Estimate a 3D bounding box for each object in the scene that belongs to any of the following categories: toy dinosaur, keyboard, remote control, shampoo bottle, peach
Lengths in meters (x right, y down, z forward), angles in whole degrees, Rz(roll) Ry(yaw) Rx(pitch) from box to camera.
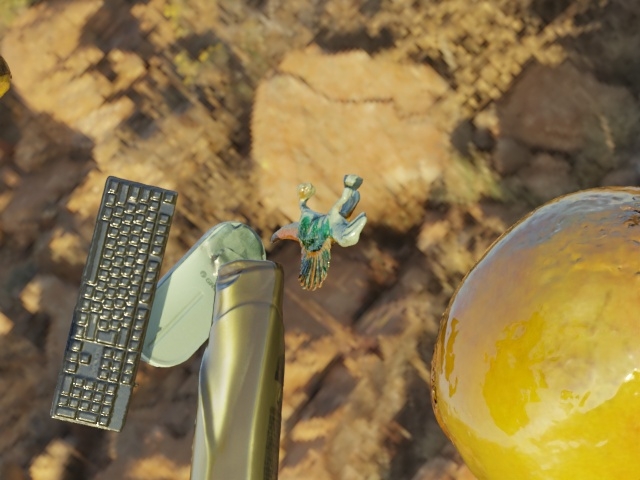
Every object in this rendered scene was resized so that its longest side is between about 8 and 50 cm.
[{"bbox_3d":[-0.004,-0.001,1.250,0.187,0.044,0.106,-37,41,43],"label":"toy dinosaur"},{"bbox_3d":[-0.254,0.079,1.698,0.018,0.101,0.309,173,110,-80],"label":"keyboard"},{"bbox_3d":[-0.170,0.072,1.867,0.247,0.104,0.052,-46,19,-28],"label":"remote control"},{"bbox_3d":[-0.077,0.191,1.254,0.125,0.084,0.350,90,-176,-71],"label":"shampoo bottle"},{"bbox_3d":[0.274,0.125,1.346,0.372,0.372,0.290,-30,7,37],"label":"peach"}]

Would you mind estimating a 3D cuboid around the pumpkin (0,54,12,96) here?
[{"bbox_3d":[-0.452,-0.116,1.283,0.317,0.139,0.222,-29,0,26],"label":"pumpkin"}]
